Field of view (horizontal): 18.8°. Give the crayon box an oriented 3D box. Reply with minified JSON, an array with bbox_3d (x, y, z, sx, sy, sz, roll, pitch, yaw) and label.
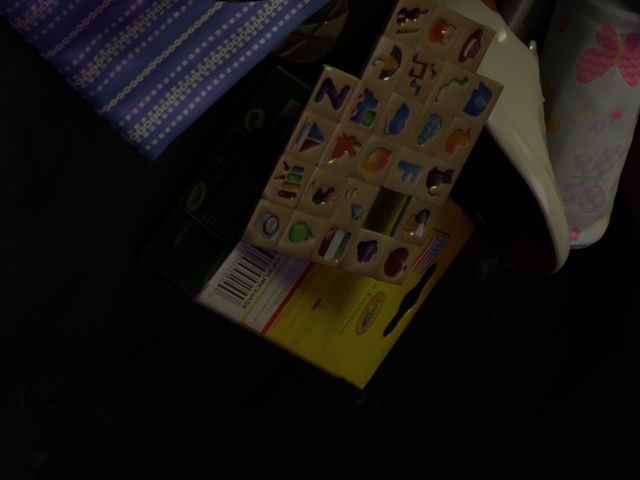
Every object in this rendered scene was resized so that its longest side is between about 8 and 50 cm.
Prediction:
[{"bbox_3d":[0.000,0.000,1.712,0.202,0.081,0.318,-54,147,0],"label":"crayon box"}]

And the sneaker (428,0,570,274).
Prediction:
[{"bbox_3d":[0.175,-0.107,1.738,0.123,0.106,0.290,-44,122,-32],"label":"sneaker"}]

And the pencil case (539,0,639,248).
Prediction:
[{"bbox_3d":[0.254,-0.126,1.834,0.124,0.113,0.273,-3,126,-31],"label":"pencil case"}]

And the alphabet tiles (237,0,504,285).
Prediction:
[{"bbox_3d":[0.053,-0.084,1.598,0.198,0.009,0.237,16,105,-44],"label":"alphabet tiles"}]

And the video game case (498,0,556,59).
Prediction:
[{"bbox_3d":[0.217,-0.183,1.864,0.193,0.023,0.212,11,113,-55],"label":"video game case"}]

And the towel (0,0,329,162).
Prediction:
[{"bbox_3d":[-0.115,-0.219,1.330,0.243,0.040,0.336,-42,138,1],"label":"towel"}]

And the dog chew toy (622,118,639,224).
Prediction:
[{"bbox_3d":[0.457,-0.144,2.049,0.206,0.206,0.332,15,101,-55],"label":"dog chew toy"}]

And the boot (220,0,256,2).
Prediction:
[{"bbox_3d":[0.033,-0.332,1.222,0.377,0.138,0.284,-29,136,-15],"label":"boot"}]

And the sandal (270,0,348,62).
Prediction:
[{"bbox_3d":[-0.063,-0.197,1.464,0.219,0.060,0.090,15,113,-49],"label":"sandal"}]
